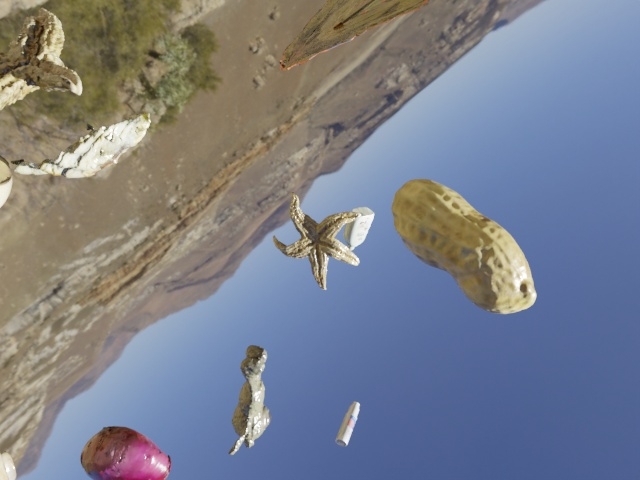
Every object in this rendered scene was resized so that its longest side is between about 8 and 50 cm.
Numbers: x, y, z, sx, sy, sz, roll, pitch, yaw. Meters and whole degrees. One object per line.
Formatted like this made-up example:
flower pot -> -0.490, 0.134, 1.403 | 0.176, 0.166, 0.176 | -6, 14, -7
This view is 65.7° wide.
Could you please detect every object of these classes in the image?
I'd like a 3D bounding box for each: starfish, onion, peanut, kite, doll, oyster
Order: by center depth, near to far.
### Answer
kite -> 0.077, -0.325, 0.653 | 0.328, 0.013, 0.377 | -34, -151, 7
onion -> -0.326, 0.387, 0.802 | 0.150, 0.150, 0.140 | -32, -152, 41
starfish -> -0.572, -0.303, 0.845 | 0.324, 0.432, 0.082 | -19, 139, -27
peanut -> 0.253, 0.009, 0.886 | 0.147, 0.305, 0.147 | -42, 159, -20
doll -> -0.146, 0.331, 1.082 | 0.091, 0.285, 0.202 | 3, -163, -8
oyster -> -0.560, -0.213, 1.196 | 0.355, 0.107, 0.201 | -18, -162, 20
starfish -> 0.000, 0.000, 1.267 | 0.236, 0.277, 0.062 | -17, -168, 4

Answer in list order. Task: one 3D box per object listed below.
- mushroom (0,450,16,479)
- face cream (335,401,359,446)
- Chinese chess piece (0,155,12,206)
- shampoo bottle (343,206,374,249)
mushroom -> -0.785, 0.503, 1.081 | 0.254, 0.188, 0.195 | -5, -173, 28
face cream -> 0.078, 0.498, 1.360 | 0.034, 0.034, 0.130 | -32, -163, 40
Chinese chess piece -> -0.821, -0.152, 1.090 | 0.103, 0.250, 0.250 | -54, -175, 14
shampoo bottle -> 0.093, -0.016, 1.357 | 0.077, 0.045, 0.152 | -12, 134, -40
